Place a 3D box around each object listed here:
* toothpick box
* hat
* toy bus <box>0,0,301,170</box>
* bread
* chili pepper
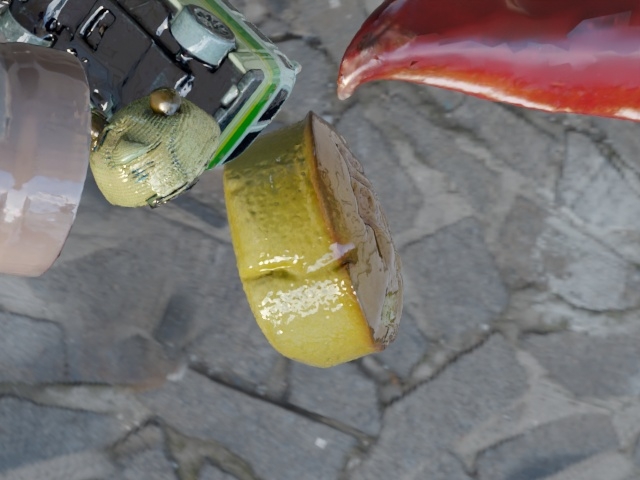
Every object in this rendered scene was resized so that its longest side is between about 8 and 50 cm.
[{"bbox_3d":[-0.177,-0.042,0.539,0.149,0.098,0.098,10,89,-30],"label":"toothpick box"},{"bbox_3d":[-0.106,-0.061,0.840,0.059,0.077,0.076,57,49,-35],"label":"hat"},{"bbox_3d":[-0.156,-0.183,1.167,0.276,0.165,0.133,46,111,12],"label":"toy bus"},{"bbox_3d":[0.000,0.000,1.418,0.148,0.270,0.270,-17,101,9],"label":"bread"},{"bbox_3d":[0.194,-0.048,0.535,0.368,0.092,0.137,14,51,1],"label":"chili pepper"}]
